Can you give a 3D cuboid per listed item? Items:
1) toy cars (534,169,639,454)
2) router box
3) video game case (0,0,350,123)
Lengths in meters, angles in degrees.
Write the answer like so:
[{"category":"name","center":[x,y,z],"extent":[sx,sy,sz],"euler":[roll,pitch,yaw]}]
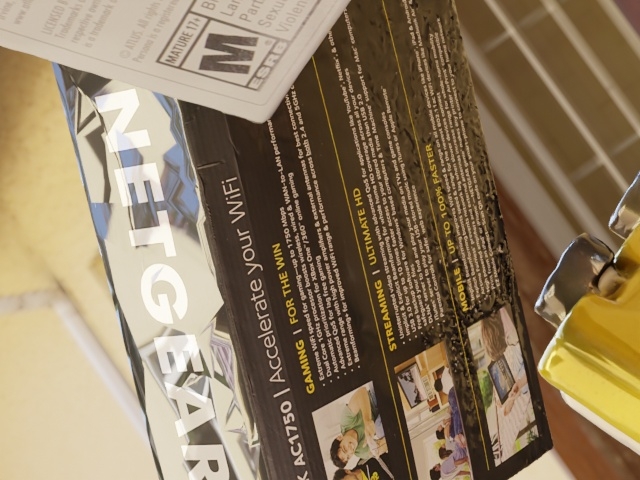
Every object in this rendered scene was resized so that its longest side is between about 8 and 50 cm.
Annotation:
[{"category":"toy cars","center":[0.160,0.106,0.529],"extent":[0.177,0.393,0.087],"euler":[11,-56,-23]},{"category":"router box","center":[0.000,0.000,0.458],"extent":[0.046,0.178,0.133],"euler":[-7,10,40]},{"category":"video game case","center":[-0.050,-0.134,0.263],"extent":[0.210,0.041,0.232],"euler":[15,-45,-24]}]
